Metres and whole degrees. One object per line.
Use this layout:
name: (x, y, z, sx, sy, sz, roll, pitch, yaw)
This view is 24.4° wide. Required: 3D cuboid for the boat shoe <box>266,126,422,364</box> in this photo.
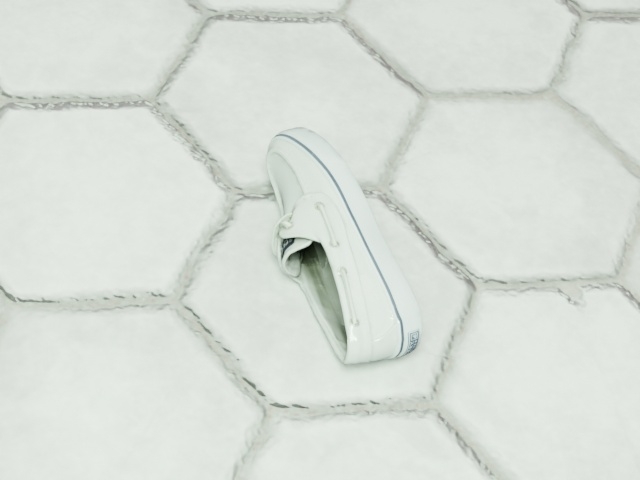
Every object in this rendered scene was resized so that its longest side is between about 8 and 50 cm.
boat shoe: (0.000, 0.000, 1.343, 0.084, 0.095, 0.258, -13, 53, -27)
